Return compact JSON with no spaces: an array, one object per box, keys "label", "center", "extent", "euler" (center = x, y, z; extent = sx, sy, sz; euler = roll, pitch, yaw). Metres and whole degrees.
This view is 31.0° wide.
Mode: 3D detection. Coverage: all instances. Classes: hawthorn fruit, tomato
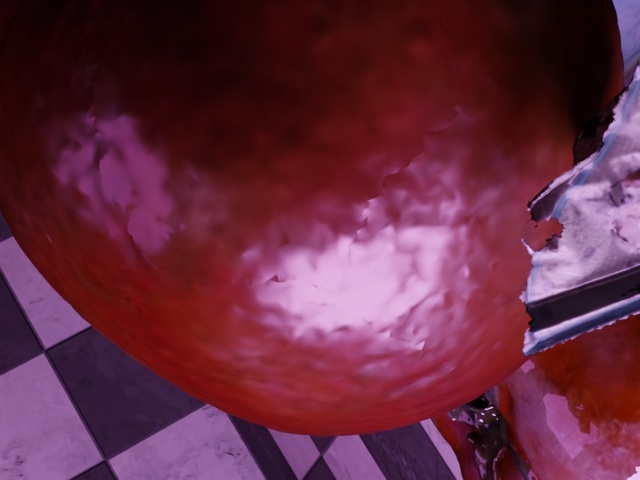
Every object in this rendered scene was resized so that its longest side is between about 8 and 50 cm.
[{"label":"hawthorn fruit","center":[-0.005,-0.057,0.487],"extent":[0.295,0.295,0.311],"euler":[16,130,66]},{"label":"tomato","center":[0.166,0.073,0.664],"extent":[0.232,0.189,0.232],"euler":[50,152,38]}]

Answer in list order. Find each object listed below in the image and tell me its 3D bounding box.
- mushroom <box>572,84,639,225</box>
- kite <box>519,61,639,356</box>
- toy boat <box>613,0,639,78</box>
[{"label":"mushroom","center":[0.170,-0.085,0.375],"extent":[0.148,0.217,0.227],"euler":[33,146,57]},{"label":"kite","center":[0.153,-0.119,0.272],"extent":[0.014,0.368,0.406],"euler":[-96,22,-54]},{"label":"toy boat","center":[0.107,-0.222,0.570],"extent":[0.215,0.123,0.330],"euler":[46,168,35]}]
